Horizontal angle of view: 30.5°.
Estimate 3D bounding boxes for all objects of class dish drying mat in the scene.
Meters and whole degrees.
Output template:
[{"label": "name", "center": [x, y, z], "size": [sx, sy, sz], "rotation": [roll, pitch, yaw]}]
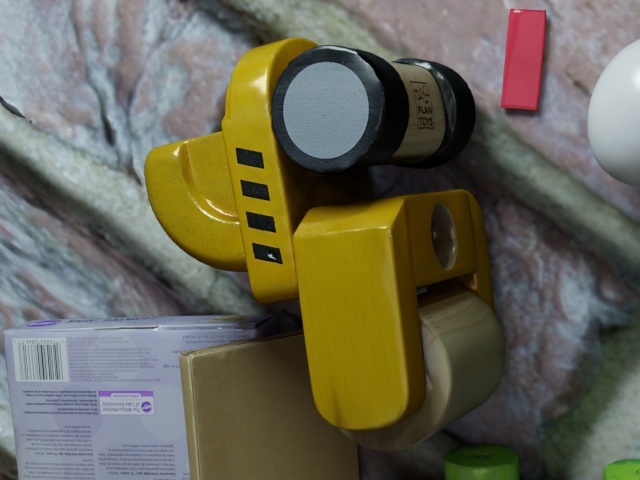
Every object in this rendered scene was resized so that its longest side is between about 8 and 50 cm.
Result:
[{"label": "dish drying mat", "center": [0.171, -0.152, 0.986], "size": [0.032, 0.008, 0.083], "rotation": [6, 100, 15]}]

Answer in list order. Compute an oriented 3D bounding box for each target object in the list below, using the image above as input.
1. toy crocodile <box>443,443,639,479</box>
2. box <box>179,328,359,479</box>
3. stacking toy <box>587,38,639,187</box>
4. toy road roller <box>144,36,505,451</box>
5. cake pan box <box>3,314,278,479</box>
[{"label": "toy crocodile", "center": [0.198, 0.244, 0.983], "size": [0.341, 0.105, 0.115], "rotation": [2, 98, 15]}, {"label": "box", "center": [-0.038, 0.183, 1.023], "size": [0.021, 0.164, 0.201], "rotation": [5, 102, 56]}, {"label": "stacking toy", "center": [0.371, -0.198, 0.809], "size": [0.350, 0.350, 0.480], "rotation": [46, 121, 5]}, {"label": "toy road roller", "center": [0.000, 0.000, 0.960], "size": [0.241, 0.202, 0.329], "rotation": [-10, 90, 28]}, {"label": "cake pan box", "center": [-0.164, 0.194, 1.091], "size": [0.267, 0.070, 0.245], "rotation": [-4, 95, 15]}]
